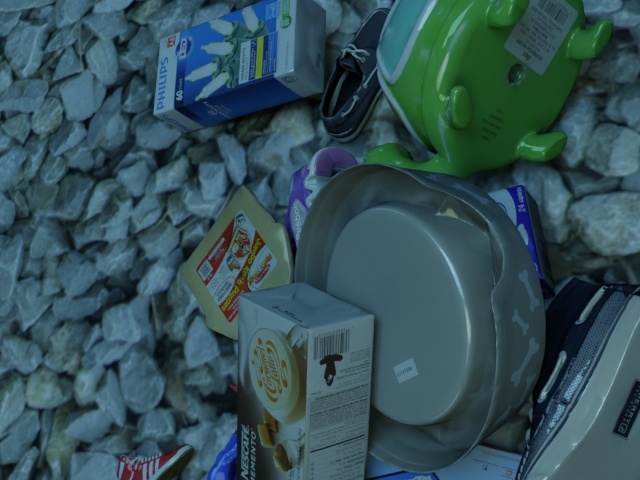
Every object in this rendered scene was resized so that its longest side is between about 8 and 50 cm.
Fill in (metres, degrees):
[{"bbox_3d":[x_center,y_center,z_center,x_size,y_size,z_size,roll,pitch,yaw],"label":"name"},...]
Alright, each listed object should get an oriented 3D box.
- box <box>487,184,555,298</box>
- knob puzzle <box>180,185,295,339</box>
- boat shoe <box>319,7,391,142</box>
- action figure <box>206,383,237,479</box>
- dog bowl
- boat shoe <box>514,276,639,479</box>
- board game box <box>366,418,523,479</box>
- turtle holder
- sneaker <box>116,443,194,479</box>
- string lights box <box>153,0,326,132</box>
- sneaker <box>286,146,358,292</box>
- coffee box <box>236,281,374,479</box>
[{"bbox_3d":[0.203,0.016,1.240,0.137,0.072,0.126,-16,65,21],"label":"box"},{"bbox_3d":[-0.096,0.051,1.383,0.213,0.030,0.213,-5,82,40],"label":"knob puzzle"},{"bbox_3d":[0.055,-0.240,1.410,0.075,0.065,0.206,18,80,30],"label":"boat shoe"},{"bbox_3d":[-0.162,0.320,1.300,0.139,0.091,0.280,10,76,22],"label":"action figure"},{"bbox_3d":[0.109,0.080,1.152,0.349,0.102,0.349,20,115,51],"label":"dog bowl"},{"bbox_3d":[0.274,0.196,1.108,0.340,0.127,0.158,-59,23,-4],"label":"boat shoe"},{"bbox_3d":[0.165,0.306,1.179,0.281,0.027,0.145,10,75,29],"label":"board game box"},{"bbox_3d":[0.184,-0.202,1.263,0.227,0.243,0.320,38,131,46],"label":"turtle holder"},{"bbox_3d":[-0.227,0.298,1.366,0.118,0.042,0.067,-43,62,9],"label":"sneaker"},{"bbox_3d":[-0.119,-0.256,1.473,0.259,0.076,0.133,-12,67,33],"label":"string lights box"},{"bbox_3d":[0.000,0.000,1.341,0.104,0.095,0.236,-9,81,53],"label":"sneaker"},{"bbox_3d":[-0.022,0.189,1.188,0.141,0.098,0.247,23,116,49],"label":"coffee box"}]
